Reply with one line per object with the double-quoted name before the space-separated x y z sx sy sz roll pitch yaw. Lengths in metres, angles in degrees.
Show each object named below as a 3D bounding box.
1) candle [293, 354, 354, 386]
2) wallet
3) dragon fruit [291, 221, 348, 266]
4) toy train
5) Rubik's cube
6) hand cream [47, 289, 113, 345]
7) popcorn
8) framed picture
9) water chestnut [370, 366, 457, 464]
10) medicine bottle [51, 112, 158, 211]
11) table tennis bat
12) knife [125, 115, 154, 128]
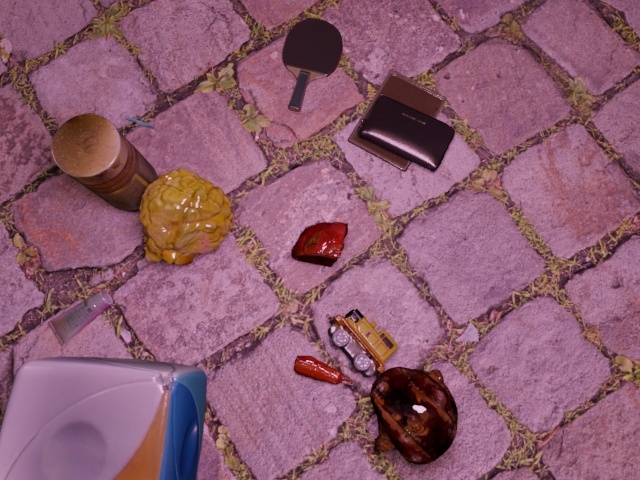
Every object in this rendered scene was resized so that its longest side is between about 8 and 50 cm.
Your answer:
"candle" 0.010 0.334 1.342 0.162 0.048 0.053 19 62 4
"wallet" 0.237 -0.301 1.453 0.250 0.044 0.149 28 77 8
"dragon fruit" 0.000 -0.002 1.362 0.127 0.161 0.121 12 80 -8
"toy train" 0.104 0.257 1.340 0.127 0.089 0.219 -38 80 -17
"Rubik's cube" -0.462 0.442 1.171 0.347 0.351 0.352 5 81 2
"hand cream" -0.629 0.196 1.383 0.174 0.047 0.076 -36 81 2
"popcorn" -0.355 -0.062 1.351 0.259 0.259 0.212 -18 64 -3
"framed picture" 0.219 -0.344 1.493 0.189 0.023 0.260 29 80 6
"water chestnut" 0.208 0.412 1.236 0.238 0.223 0.224 -36 80 5
"medicine bottle" -0.514 -0.177 1.312 0.151 0.322 0.151 0 78 0
"table tennis bat" -0.034 -0.512 1.531 0.173 0.022 0.301 14 78 3
"knife" -0.517 -0.336 1.507 0.091 0.005 0.014 20 78 4
